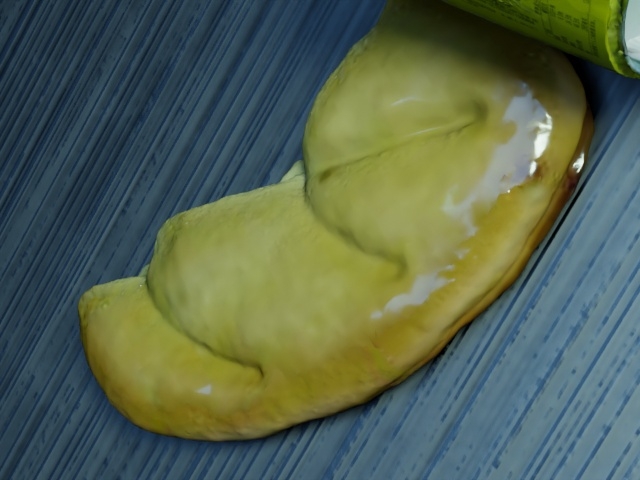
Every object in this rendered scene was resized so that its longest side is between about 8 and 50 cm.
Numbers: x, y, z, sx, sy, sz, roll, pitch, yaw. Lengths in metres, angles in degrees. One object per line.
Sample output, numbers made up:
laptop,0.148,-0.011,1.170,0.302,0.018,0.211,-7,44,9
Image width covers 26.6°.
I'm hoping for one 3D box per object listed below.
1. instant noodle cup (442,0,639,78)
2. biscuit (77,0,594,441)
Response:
instant noodle cup,0.103,-0.163,0.537,0.153,0.205,0.205,37,101,28
biscuit,0.001,0.004,0.656,0.299,0.045,0.154,-43,59,20
